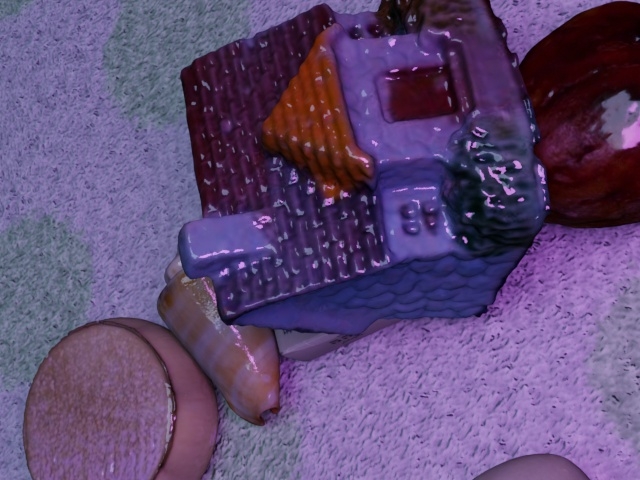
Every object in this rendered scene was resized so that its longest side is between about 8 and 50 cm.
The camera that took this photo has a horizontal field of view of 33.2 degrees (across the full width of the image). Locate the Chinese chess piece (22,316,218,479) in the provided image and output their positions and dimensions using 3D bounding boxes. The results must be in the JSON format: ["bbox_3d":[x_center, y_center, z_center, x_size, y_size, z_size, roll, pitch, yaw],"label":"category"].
[{"bbox_3d":[-0.262,0.234,1.392,0.270,0.112,0.270,-8,74,29],"label":"Chinese chess piece"}]

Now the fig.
[{"bbox_3d":[0.297,-0.117,1.100,0.263,0.224,0.224,-33,63,17],"label":"fig"}]

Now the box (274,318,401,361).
[{"bbox_3d":[0.000,0.000,1.322,0.168,0.071,0.259,-27,66,22],"label":"box"}]

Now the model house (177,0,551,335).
[{"bbox_3d":[0.006,-0.102,1.132,0.338,0.297,0.360,-7,67,-11],"label":"model house"}]

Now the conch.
[{"bbox_3d":[-0.131,0.102,1.322,0.158,0.127,0.255,-45,57,38],"label":"conch"}]

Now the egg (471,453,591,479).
[{"bbox_3d":[0.192,0.330,1.050,0.186,0.186,0.253,18,88,33],"label":"egg"}]
